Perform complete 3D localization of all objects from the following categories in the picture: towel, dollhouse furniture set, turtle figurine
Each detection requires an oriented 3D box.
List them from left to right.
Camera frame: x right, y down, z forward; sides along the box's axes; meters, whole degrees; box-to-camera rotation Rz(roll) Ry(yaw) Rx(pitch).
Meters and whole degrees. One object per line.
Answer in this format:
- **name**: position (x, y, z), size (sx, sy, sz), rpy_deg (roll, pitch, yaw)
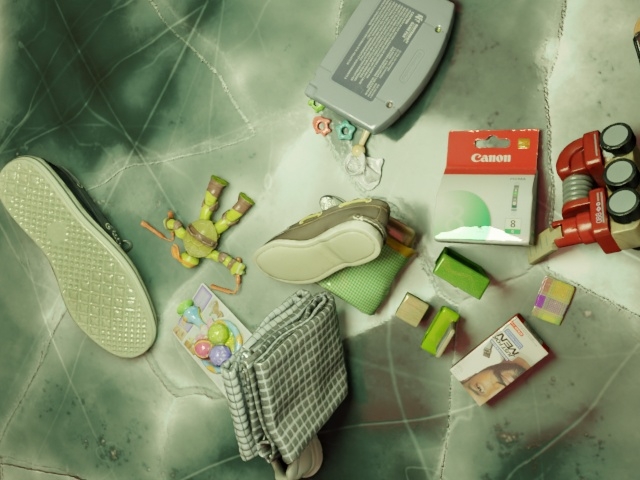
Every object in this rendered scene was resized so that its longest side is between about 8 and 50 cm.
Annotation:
- **turtle figurine**: position (-0.253, -0.027, 1.736), size (0.269, 0.087, 0.217), rpy_deg (35, 102, 15)
- **towel**: position (-0.053, 0.255, 1.542), size (0.121, 0.283, 0.235), rpy_deg (7, 120, 30)
- **dollhouse furniture set**: position (0.136, 0.072, 1.543), size (0.301, 0.151, 0.198), rpy_deg (30, 100, 3)
- **towel**: position (0.441, 0.113, 1.546), size (0.060, 0.009, 0.083), rpy_deg (21, 99, 16)

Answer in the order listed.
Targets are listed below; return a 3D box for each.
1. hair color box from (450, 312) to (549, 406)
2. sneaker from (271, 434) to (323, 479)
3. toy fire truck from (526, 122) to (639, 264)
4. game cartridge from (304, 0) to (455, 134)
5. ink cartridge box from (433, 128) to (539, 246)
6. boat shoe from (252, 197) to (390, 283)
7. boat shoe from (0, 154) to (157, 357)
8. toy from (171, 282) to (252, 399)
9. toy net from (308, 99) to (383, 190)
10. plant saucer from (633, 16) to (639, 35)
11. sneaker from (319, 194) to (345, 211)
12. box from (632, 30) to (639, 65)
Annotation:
- **hair color box**: position (0.342, 0.228, 1.561), size (0.167, 0.053, 0.093), rpy_deg (-43, 79, 16)
- **sneaker**: position (-0.092, 0.354, 1.673), size (0.111, 0.129, 0.297), rpy_deg (-30, 81, 20)
- **toy fire truck**: position (0.462, -0.063, 1.463), size (0.246, 0.158, 0.217), rpy_deg (-15, 52, 31)
- **game cartridge**: position (0.126, -0.360, 1.585), size (0.196, 0.060, 0.294), rpy_deg (33, 88, 19)
- **ink cartridge box**: position (0.312, -0.104, 1.534), size (0.181, 0.056, 0.225), rpy_deg (2, 85, 23)
- **boat shoe**: position (0.000, 0.000, 1.544), size (0.324, 0.097, 0.116), rpy_deg (-19, 125, 45)
- **boat shoe**: position (-0.513, 0.029, 1.798), size (0.186, 0.156, 0.500), rpy_deg (-34, 93, 12)
- **toy**: position (-0.231, 0.208, 1.711), size (0.237, 0.056, 0.137), rpy_deg (43, 105, 36)
- **toy net**: position (0.049, -0.208, 1.649), size (0.122, 0.045, 0.232), rpy_deg (-19, 86, 18)
- **plant saucer**: position (0.609, -0.378, 1.470), size (0.083, 0.013, 0.084), rpy_deg (1, 92, 18)
- **sneaker**: position (0.044, -0.040, 1.650), size (0.052, 0.058, 0.135), rpy_deg (-44, 78, 15)
- **box**: position (0.688, -0.265, 1.415), size (0.216, 0.060, 0.270), rpy_deg (-16, 90, 19)
